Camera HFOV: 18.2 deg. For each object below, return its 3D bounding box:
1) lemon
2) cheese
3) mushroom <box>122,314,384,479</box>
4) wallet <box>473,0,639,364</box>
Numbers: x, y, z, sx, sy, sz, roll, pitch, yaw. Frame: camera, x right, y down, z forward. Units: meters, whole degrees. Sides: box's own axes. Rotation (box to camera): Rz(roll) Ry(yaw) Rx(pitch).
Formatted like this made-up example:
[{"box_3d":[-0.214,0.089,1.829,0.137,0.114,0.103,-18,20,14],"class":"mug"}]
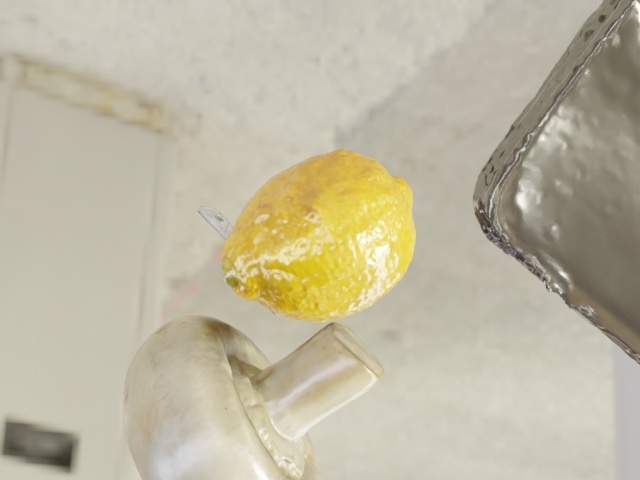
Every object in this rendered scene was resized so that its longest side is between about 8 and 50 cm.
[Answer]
[{"box_3d":[0.000,0.000,1.724,0.187,0.142,0.142,-24,163,-17],"class":"lemon"},{"box_3d":[-0.076,0.017,2.178,0.097,0.192,0.037,12,114,-48],"class":"cheese"},{"box_3d":[-0.049,0.141,1.620,0.215,0.207,0.207,-33,146,15],"class":"mushroom"},{"box_3d":[0.224,-0.002,1.177,0.309,0.165,0.042,37,-178,-33],"class":"wallet"}]
